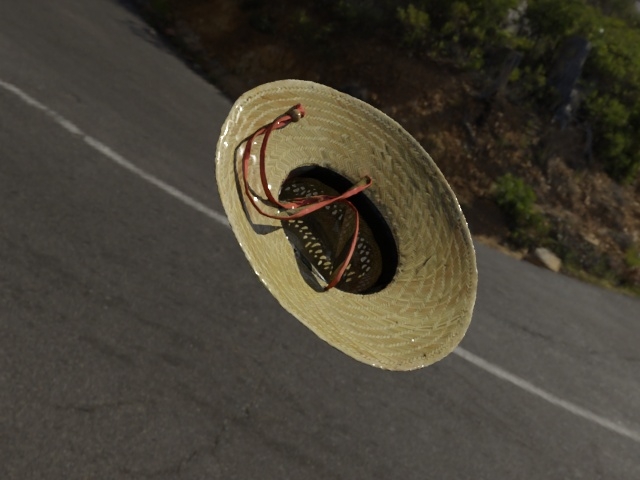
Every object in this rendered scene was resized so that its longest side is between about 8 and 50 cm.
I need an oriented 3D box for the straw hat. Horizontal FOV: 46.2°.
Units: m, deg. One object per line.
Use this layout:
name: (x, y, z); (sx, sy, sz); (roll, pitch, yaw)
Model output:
straw hat: (0.000, 0.000, 0.347); (0.144, 0.061, 0.144); (21, 54, -31)
